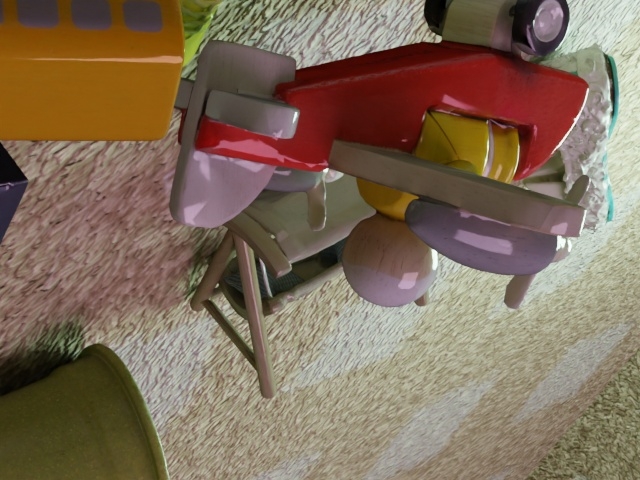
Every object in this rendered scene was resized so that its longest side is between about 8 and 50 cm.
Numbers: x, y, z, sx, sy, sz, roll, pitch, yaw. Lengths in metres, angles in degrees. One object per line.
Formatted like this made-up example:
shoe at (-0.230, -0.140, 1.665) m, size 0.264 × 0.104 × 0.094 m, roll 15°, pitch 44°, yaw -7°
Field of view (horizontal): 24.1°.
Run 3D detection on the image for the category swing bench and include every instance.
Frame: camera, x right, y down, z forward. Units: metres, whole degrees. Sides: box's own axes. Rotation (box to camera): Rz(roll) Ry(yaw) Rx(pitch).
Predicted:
swing bench at (0.000, 0.000, 1.698) m, size 0.253 × 0.165 × 0.255 m, roll -27°, pitch 148°, yaw -26°

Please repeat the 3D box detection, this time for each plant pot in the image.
plant pot at (-0.326, 0.273, 1.608) m, size 0.254 × 0.276 × 0.276 m, roll -12°, pitch 146°, yaw -27°

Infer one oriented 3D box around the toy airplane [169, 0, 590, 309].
toy airplane at (0.038, -0.063, 1.282) m, size 0.386 × 0.384 × 0.272 m, roll -68°, pitch 156°, yaw -67°

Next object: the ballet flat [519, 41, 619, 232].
ballet flat at (0.326, -0.131, 2.028) m, size 0.147 × 0.147 × 0.409 m, roll -36°, pitch 154°, yaw -9°

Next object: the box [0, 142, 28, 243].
box at (-0.329, -0.055, 1.101) m, size 0.156 × 0.158 × 0.093 m, roll -13°, pitch 145°, yaw -45°

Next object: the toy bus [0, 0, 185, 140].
toy bus at (-0.263, -0.137, 0.956) m, size 0.332 × 0.130 × 0.108 m, roll -1°, pitch 144°, yaw -18°

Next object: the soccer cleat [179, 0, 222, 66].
soccer cleat at (-0.095, -0.224, 1.194) m, size 0.093 × 0.121 × 0.289 m, roll -22°, pitch 151°, yaw -36°
